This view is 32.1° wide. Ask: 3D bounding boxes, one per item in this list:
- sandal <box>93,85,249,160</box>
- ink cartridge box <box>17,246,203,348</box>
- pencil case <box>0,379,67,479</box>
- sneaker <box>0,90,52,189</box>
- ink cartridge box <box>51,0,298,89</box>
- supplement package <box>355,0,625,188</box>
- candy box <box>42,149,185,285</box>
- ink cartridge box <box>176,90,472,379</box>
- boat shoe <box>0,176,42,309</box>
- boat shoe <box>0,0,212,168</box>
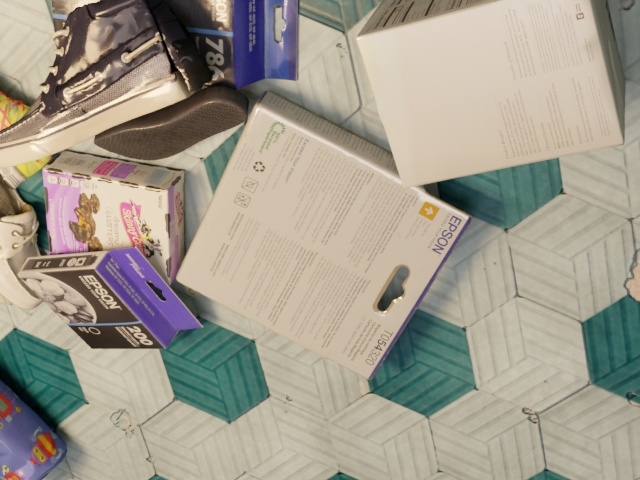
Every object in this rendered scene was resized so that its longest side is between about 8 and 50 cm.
[{"bbox_3d":[-0.204,-0.168,1.545,0.255,0.054,0.097,-13,153,30],"label":"sandal"},{"bbox_3d":[-0.314,0.092,1.673,0.208,0.045,0.206,-6,139,28],"label":"ink cartridge box"},{"bbox_3d":[-0.567,0.293,1.872,0.306,0.119,0.133,50,140,-13],"label":"pencil case"},{"bbox_3d":[-0.463,-0.184,1.618,0.094,0.081,0.208,-29,97,-11],"label":"sneaker"},{"bbox_3d":[-0.196,-0.295,1.479,0.333,0.065,0.165,6,118,12],"label":"ink cartridge box"},{"bbox_3d":[0.211,-0.212,1.322,0.263,0.198,0.199,-11,114,21],"label":"supplement package"},{"bbox_3d":[-0.302,-0.033,1.645,0.196,0.070,0.164,10,120,12],"label":"candy box"},{"bbox_3d":[0.000,0.000,1.576,0.330,0.071,0.324,27,121,-3],"label":"ink cartridge box"},{"bbox_3d":[-0.477,-0.022,1.687,0.096,0.098,0.277,-17,110,25],"label":"boat shoe"},{"bbox_3d":[-0.317,-0.218,1.462,0.341,0.127,0.158,-20,105,18],"label":"boat shoe"}]
